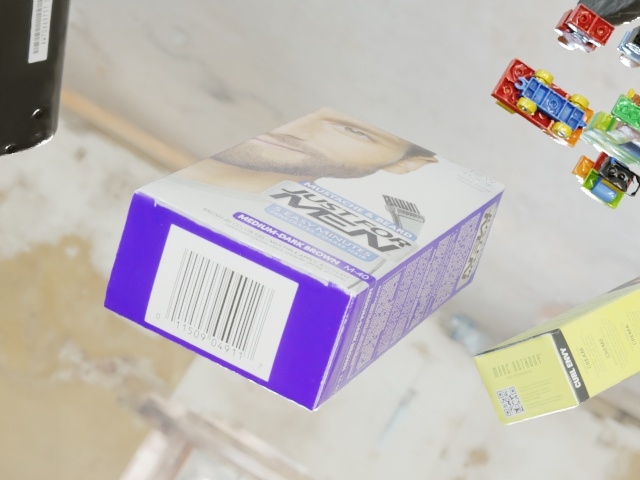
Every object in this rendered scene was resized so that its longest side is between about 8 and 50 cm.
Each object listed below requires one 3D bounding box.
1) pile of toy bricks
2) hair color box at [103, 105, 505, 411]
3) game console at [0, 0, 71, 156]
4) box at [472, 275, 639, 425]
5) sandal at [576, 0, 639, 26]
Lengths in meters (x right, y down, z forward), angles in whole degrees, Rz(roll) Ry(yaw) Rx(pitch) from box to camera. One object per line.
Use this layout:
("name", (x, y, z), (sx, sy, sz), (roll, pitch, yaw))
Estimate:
("pile of toy bricks", (0.223, -0.078, 1.219), (0.212, 0.118, 0.105), (34, 170, -9))
("hair color box", (0.000, 0.000, 1.308), (0.185, 0.110, 0.339), (25, -158, 16))
("game console", (-0.379, -0.176, 1.409), (0.060, 0.342, 0.386), (61, 154, 26))
("box", (0.226, 0.067, 1.238), (0.087, 0.232, 0.058), (-25, 88, 50))
("sandal", (0.379, -0.366, 1.655), (0.107, 0.168, 0.446), (31, 147, -13))
